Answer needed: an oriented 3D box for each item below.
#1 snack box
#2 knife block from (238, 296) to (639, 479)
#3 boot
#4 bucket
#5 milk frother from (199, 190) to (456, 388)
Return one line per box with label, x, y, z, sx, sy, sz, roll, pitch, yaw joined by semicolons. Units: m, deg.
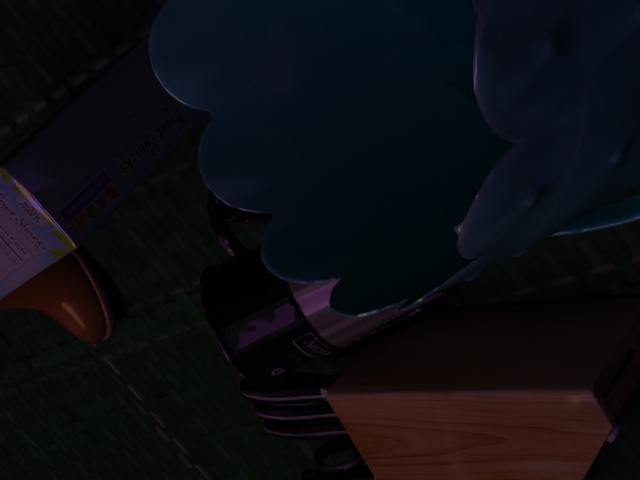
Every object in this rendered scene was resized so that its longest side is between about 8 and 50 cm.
snack box;-0.168;-0.040;0.926;0.070;0.174;0.207;48;144;-10
knife block;0.067;0.094;0.921;0.242;0.088;0.276;30;143;14
boot;-0.268;0.042;1.115;0.197;0.152;0.073;47;143;-7
bucket;0.054;-0.120;0.568;0.281;0.183;0.281;46;148;41
milk frother;0.000;0.000;0.890;0.134;0.129;0.143;-27;77;16
